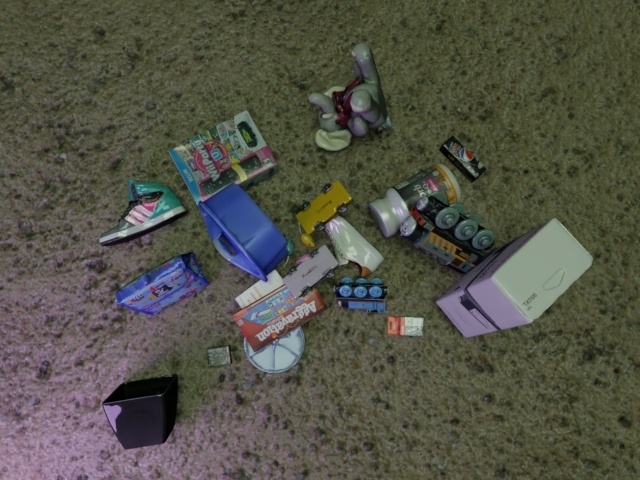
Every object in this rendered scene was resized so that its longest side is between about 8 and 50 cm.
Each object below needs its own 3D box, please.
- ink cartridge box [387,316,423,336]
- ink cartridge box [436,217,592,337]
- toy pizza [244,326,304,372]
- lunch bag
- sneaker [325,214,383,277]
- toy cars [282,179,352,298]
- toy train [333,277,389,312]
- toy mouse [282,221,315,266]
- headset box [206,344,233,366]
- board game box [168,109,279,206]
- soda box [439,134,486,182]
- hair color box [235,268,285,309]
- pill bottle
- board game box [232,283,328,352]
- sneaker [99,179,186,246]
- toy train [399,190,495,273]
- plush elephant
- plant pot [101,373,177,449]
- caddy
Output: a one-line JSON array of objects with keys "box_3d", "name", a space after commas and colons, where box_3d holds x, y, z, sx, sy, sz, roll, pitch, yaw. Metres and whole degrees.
[{"box_3d": [0.287, 0.289, 1.738, 0.115, 0.029, 0.062, 3, 82, -1], "name": "ink cartridge box"}, {"box_3d": [0.566, 0.127, 1.559, 0.285, 0.395, 0.166, -39, 84, -18], "name": "ink cartridge box"}, {"box_3d": [-0.154, 0.339, 1.724, 0.201, 0.032, 0.201, 0, 81, -1], "name": "toy pizza"}, {"box_3d": [-0.502, 0.125, 1.618, 0.221, 0.293, 0.138, -29, 83, -4], "name": "lunch bag"}, {"box_3d": [0.071, 0.009, 1.736, 0.290, 0.106, 0.123, 42, 81, 4], "name": "sneaker"}, {"box_3d": [0.000, 0.000, 1.661, 0.177, 0.087, 0.393, 12, 90, 22], "name": "toy cars"}, {"box_3d": [0.136, 0.184, 1.717, 0.184, 0.080, 0.105, 0, 115, 7], "name": "toy train"}, {"box_3d": [-0.077, 0.039, 1.768, 0.143, 0.031, 0.161, -40, 84, -6], "name": "toy mouse"}, {"box_3d": [-0.332, 0.383, 1.714, 0.083, 0.032, 0.062, -8, 82, -3], "name": "headset box"}, {"box_3d": [-0.329, -0.273, 1.779, 0.303, 0.097, 0.224, -29, 83, -4], "name": "board game box"}, {"box_3d": [0.497, -0.285, 1.808, 0.053, 0.060, 0.169, -43, 84, -7], "name": "soda box"}, {"box_3d": [-0.192, 0.183, 1.735, 0.167, 0.053, 0.093, -36, 86, -7], "name": "hair color box"}, {"box_3d": [0.315, -0.131, 1.733, 0.278, 0.162, 0.162, -28, 83, -5], "name": "pill bottle"}, {"box_3d": [-0.131, 0.234, 1.697, 0.281, 0.027, 0.145, -30, 95, -6], "name": "board game box"}, {"box_3d": [-0.624, -0.110, 1.734, 0.296, 0.124, 0.178, -26, 88, -12], "name": "sneaker"}, {"box_3d": [0.409, -0.021, 1.658, 0.334, 0.142, 0.190, 25, 116, -30], "name": "toy train"}, {"box_3d": [0.083, -0.454, 1.745, 0.256, 0.330, 0.271, -7, 67, 21], "name": "plush elephant"}, {"box_3d": [-0.550, 0.543, 1.624, 0.188, 0.188, 0.166, -8, 95, -2], "name": "plant pot"}, {"box_3d": [-0.257, -0.018, 1.667, 0.179, 0.241, 0.341, -41, 79, -11], "name": "caddy"}]
